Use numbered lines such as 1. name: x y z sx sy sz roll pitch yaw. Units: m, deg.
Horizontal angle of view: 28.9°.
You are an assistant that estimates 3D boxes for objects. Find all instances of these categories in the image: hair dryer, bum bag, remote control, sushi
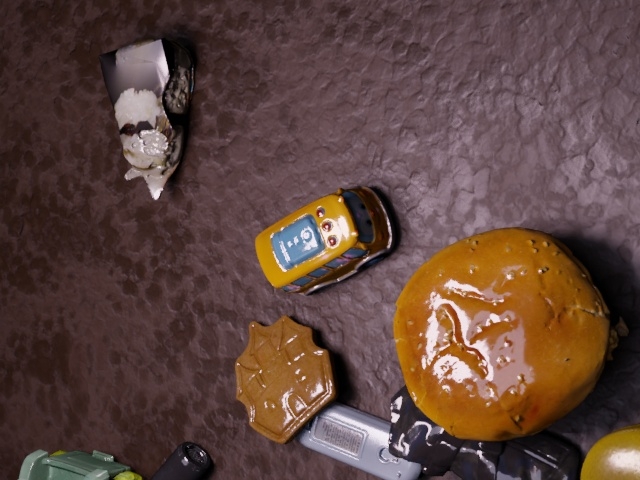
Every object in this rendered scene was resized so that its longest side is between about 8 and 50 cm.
1. hair dryer: -0.183 0.468 2.110 0.255 0.070 0.128 43 111 16
2. bum bag: 0.232 0.309 1.830 0.310 0.074 0.137 24 82 29
3. remote control: 0.059 0.314 1.958 0.244 0.047 0.087 17 95 30
4. sushi: -0.275 -0.212 2.142 0.134 0.109 0.273 -4 102 28

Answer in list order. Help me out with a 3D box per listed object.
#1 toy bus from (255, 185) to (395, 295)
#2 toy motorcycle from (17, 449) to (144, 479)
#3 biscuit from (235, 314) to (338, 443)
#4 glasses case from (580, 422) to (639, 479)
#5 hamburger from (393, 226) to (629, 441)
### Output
1. toy bus: 0.000 0.000 1.940 0.209 0.136 0.126 -28 76 28
2. toy motorcycle: -0.445 0.541 2.186 0.191 0.200 0.326 9 93 31
3. biscuit: -0.068 0.211 2.014 0.182 0.034 0.215 -44 54 13
4. glasses case: 0.522 0.351 1.615 0.371 0.141 0.173 24 102 29
5. hamburger: 0.258 0.132 1.743 0.314 0.170 0.290 -27 71 19
